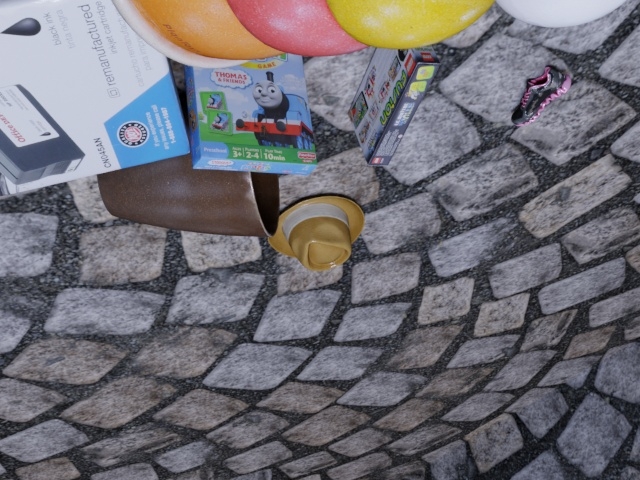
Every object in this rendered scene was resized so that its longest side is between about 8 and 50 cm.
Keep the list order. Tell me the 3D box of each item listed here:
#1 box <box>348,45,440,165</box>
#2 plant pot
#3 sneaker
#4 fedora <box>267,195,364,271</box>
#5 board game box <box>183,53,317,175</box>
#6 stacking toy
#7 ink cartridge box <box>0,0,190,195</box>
[{"bbox_3d":[0.102,-0.219,1.241,0.036,0.114,0.207,-2,144,-23],"label":"box"},{"bbox_3d":[-0.193,-0.101,1.220,0.231,0.215,0.215,-6,147,7],"label":"plant pot"},{"bbox_3d":[0.354,-0.241,1.401,0.057,0.047,0.119,27,124,-27],"label":"sneaker"},{"bbox_3d":[0.000,0.000,1.540,0.194,0.079,0.194,-12,146,-9],"label":"fedora"},{"bbox_3d":[-0.094,-0.192,1.100,0.160,0.211,0.039,1,160,-27],"label":"board game box"},{"bbox_3d":[0.059,-0.277,0.746,0.351,0.480,0.350,-32,135,-39],"label":"stacking toy"},{"bbox_3d":[-0.379,-0.202,0.989,0.395,0.166,0.285,-14,146,-6],"label":"ink cartridge box"}]
